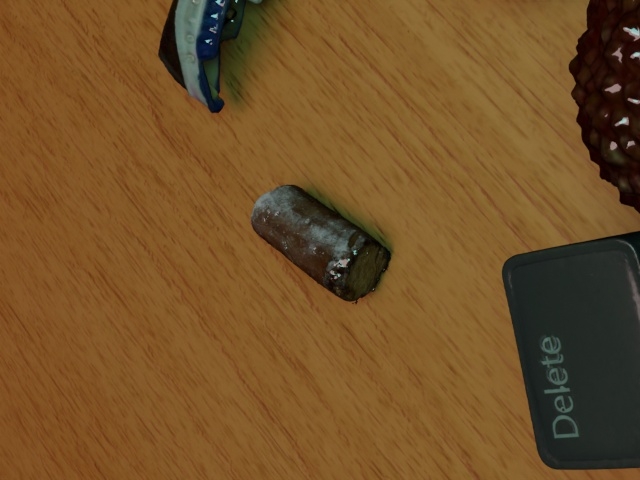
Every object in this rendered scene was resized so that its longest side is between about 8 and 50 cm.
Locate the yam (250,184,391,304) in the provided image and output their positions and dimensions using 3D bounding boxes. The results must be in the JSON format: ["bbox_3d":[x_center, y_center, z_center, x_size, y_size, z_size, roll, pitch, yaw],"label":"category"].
[{"bbox_3d":[-0.001,0.000,1.219,0.141,0.079,0.079,36,118,32],"label":"yam"}]

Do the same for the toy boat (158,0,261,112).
[{"bbox_3d":[-0.088,-0.259,1.234,0.115,0.114,0.262,26,116,-2],"label":"toy boat"}]

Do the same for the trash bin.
[{"bbox_3d":[0.260,0.071,0.920,0.115,0.226,0.165,-13,89,39],"label":"trash bin"}]

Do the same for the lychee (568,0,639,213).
[{"bbox_3d":[0.326,-0.132,0.827,0.264,0.300,0.264,63,171,18],"label":"lychee"}]
